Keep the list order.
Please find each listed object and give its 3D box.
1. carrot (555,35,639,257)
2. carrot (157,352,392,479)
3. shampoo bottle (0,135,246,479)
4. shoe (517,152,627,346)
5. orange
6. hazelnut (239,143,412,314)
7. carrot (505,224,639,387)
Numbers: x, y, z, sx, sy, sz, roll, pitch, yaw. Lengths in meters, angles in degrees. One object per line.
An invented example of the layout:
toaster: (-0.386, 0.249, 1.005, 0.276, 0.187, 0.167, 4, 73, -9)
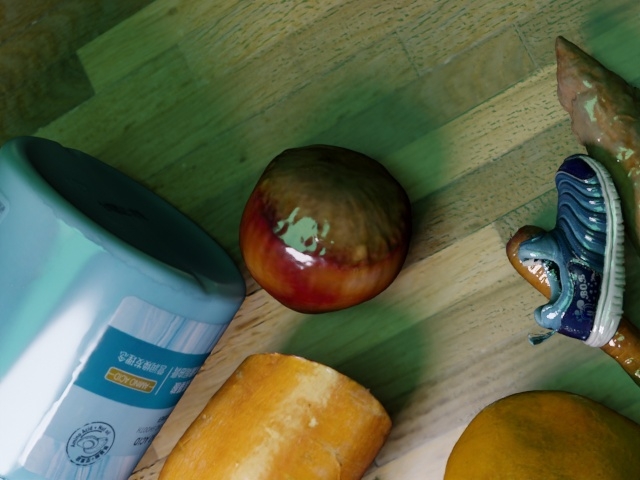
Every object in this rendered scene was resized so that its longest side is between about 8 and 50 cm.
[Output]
carrot: (0.319, -0.108, 1.813, 0.102, 0.102, 0.263, -34, 76, 17)
carrot: (-0.082, 0.278, 1.894, 0.193, 0.214, 0.331, 34, 85, -24)
shampoo bottle: (-0.304, 0.103, 1.926, 0.331, 0.331, 0.342, 37, 100, 18)
shoe: (0.261, 0.010, 1.779, 0.106, 0.091, 0.207, 5, 78, -6)
orange: (0.242, 0.271, 1.785, 0.249, 0.183, 0.249, 0, 91, 21)
hazelnut: (0.000, 0.000, 1.897, 0.208, 0.208, 0.208, 0, 89, 21)
carrot: (0.294, 0.076, 1.840, 0.059, 0.059, 0.248, -46, 77, 14)
